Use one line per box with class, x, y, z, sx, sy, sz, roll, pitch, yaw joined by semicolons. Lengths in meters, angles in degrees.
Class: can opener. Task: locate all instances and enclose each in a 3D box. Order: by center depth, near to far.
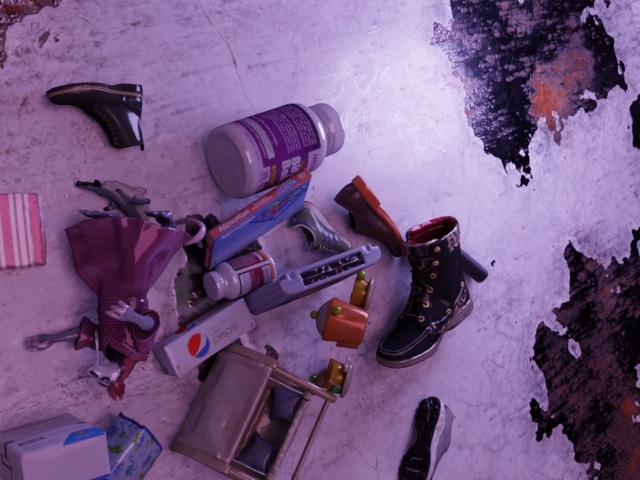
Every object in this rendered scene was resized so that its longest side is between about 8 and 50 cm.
can opener;0.350;0.040;2.087;0.280;0.074;0.093;30;104;-29

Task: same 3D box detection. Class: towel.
towel;-0.617;-0.014;1.403;0.196;0.029;0.144;-5;89;-34

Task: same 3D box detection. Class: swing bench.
swing bench;-0.144;0.391;1.628;0.254;0.165;0.253;36;67;-28

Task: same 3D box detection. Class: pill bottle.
pill bottle;-0.181;0.080;1.675;0.152;0.086;0.086;-19;97;-35
pill bottle;-0.093;-0.216;1.711;0.301;0.169;0.169;-25;101;-34

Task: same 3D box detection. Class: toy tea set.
toy tea set;0.027;0.233;1.717;0.124;0.200;0.336;15;117;3

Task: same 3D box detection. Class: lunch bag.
lunch bag;-0.385;0.436;1.494;0.129;0.096;0.151;-53;145;-27

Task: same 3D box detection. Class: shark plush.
shark plush;-0.418;-0.083;1.538;0.161;0.073;0.067;19;106;-39

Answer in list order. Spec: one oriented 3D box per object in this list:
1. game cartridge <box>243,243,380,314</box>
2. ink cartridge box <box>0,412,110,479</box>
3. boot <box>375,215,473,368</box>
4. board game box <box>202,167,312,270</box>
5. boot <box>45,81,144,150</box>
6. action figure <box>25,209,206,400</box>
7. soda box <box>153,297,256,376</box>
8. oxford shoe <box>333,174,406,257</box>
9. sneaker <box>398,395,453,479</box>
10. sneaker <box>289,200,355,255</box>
game cartridge;-0.022;0.090;1.720;0.294;0.196;0.060;-19;86;-37
ink cartridge box;-0.488;0.385;1.355;0.148;0.203;0.086;-10;94;-36
boot;0.257;0.127;1.915;0.377;0.138;0.284;-30;121;-38
board game box;-0.140;-0.047;1.672;0.281;0.145;0.027;-35;74;-28
boot;-0.445;-0.246;1.521;0.197;0.076;0.137;-8;96;-35
action figure;-0.393;0.127;1.484;0.275;0.247;0.371;5;84;-61
soda box;-0.250;0.206;1.625;0.216;0.069;0.074;-32;104;-34
oxford shoe;0.129;-0.044;1.927;0.098;0.097;0.271;-36;119;3
sneaker;0.289;0.554;1.973;0.108;0.100;0.272;36;66;-34
sneaker;0.000;0.000;1.829;0.192;0.064;0.086;47;62;-17
